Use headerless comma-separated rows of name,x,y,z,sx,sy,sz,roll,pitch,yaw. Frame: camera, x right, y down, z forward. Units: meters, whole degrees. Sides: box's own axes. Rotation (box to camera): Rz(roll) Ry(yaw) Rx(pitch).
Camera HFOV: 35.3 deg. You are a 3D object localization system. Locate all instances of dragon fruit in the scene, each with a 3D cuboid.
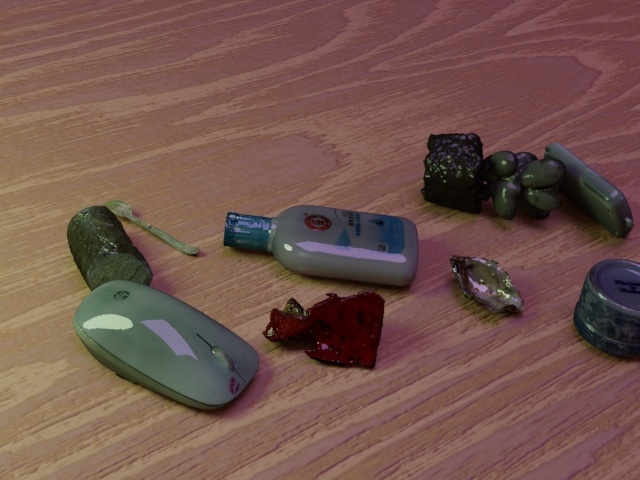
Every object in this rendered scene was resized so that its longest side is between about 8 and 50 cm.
dragon fruit,0.003,0.144,1.601,0.192,0.122,0.092,-4,-1,-11

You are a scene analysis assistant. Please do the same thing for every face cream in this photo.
face cream,0.000,0.000,1.758,0.337,0.080,0.163,8,37,-3

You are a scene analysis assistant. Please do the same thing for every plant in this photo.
plant,0.331,-0.120,1.930,0.275,0.146,0.149,12,66,4

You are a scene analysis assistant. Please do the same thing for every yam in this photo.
yam,-0.356,0.017,1.650,0.107,0.107,0.183,-12,39,-26

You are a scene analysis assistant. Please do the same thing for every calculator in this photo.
calculator,0.522,-0.098,1.963,0.045,0.141,0.246,-40,49,-2

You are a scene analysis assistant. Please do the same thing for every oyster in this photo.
oyster,0.279,0.078,1.738,0.103,0.051,0.148,-14,58,-32

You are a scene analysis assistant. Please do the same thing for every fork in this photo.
fork,-0.303,-0.025,1.769,0.219,0.028,0.034,26,36,21

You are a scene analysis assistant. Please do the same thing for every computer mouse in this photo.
computer mouse,-0.233,0.142,1.510,0.288,0.097,0.159,22,36,17

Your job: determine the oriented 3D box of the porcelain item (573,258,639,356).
porcelain item,0.505,0.115,1.684,0.147,0.114,0.147,6,39,-5
